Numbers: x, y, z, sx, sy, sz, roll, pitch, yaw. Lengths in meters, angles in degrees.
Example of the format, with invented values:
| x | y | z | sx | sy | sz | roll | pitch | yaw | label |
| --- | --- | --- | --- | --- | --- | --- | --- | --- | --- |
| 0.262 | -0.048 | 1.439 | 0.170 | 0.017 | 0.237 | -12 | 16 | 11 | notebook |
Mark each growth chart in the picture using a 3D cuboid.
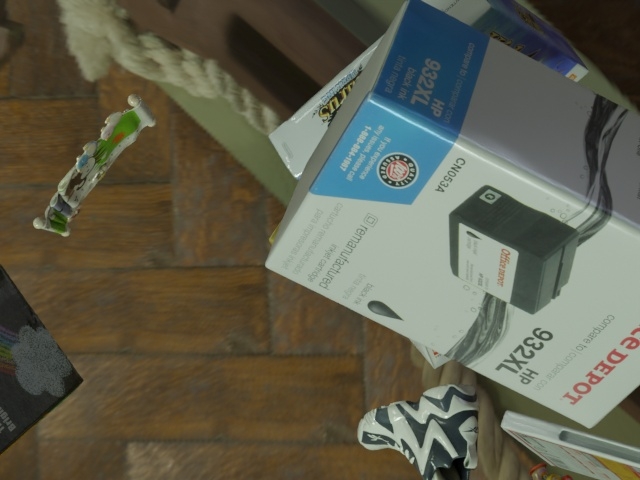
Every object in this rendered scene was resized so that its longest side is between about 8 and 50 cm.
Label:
| x | y | z | sx | sy | sz | roll | pitch | yaw | label |
| --- | --- | --- | --- | --- | --- | --- | --- | --- | --- |
| -0.308 | -0.100 | 1.794 | 0.021 | 0.172 | 0.237 | 40 | 95 | 5 | growth chart |

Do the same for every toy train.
| x | y | z | sx | sy | sz | roll | pitch | yaw | label |
| --- | --- | --- | --- | --- | --- | --- | --- | --- | --- |
| 0.268 | 0.355 | 1.821 | 0.166 | 0.125 | 0.046 | -22 | 72 | -5 | toy train |

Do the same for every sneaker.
| x | y | z | sx | sy | sz | roll | pitch | yaw | label |
| --- | --- | --- | --- | --- | --- | --- | --- | --- | --- |
| 0.148 | 0.313 | 1.925 | 0.235 | 0.094 | 0.153 | -26 | 62 | 38 | sneaker |

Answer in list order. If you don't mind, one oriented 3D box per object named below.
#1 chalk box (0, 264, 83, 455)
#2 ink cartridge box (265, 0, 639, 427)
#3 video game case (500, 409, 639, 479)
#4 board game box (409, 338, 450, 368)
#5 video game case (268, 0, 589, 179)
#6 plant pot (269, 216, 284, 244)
| x | y | z | sx | sy | sz | roll | pitch | yaw | label |
| --- | --- | --- | --- | --- | --- | --- | --- | --- | --- |
| -0.324 | 0.136 | 1.063 | 0.132 | 0.213 | 0.132 | -30 | 97 | 33 | chalk box |
| 0.145 | -0.012 | 1.025 | 0.307 | 0.129 | 0.223 | 27 | 137 | -6 | ink cartridge box |
| 0.378 | 0.274 | 1.566 | 0.285 | 0.204 | 0.025 | 13 | 75 | 33 | video game case |
| 0.243 | 0.044 | 1.871 | 0.305 | 0.193 | 0.053 | -28 | 125 | -8 | board game box |
| 0.116 | -0.136 | 1.298 | 0.244 | 0.269 | 0.061 | -42 | 66 | 20 | video game case |
| 0.000 | 0.000 | 1.590 | 0.083 | 0.081 | 0.081 | 32 | 80 | 19 | plant pot |
